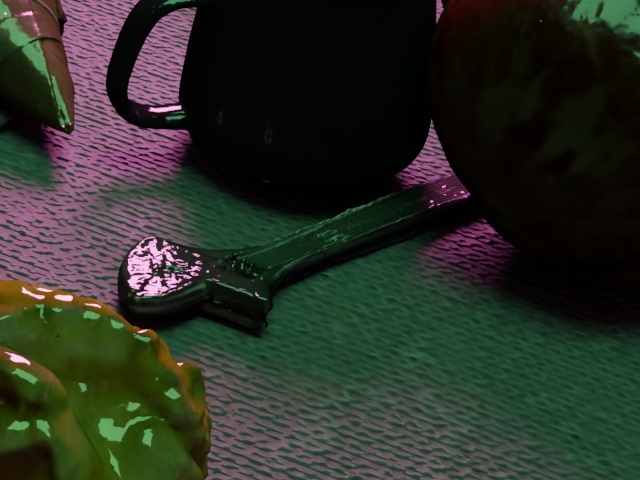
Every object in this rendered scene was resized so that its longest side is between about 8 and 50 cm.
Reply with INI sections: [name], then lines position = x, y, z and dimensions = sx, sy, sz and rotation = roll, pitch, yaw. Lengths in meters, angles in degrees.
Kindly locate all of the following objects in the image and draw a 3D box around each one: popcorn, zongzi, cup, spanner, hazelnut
[popcorn]
position = -0.137, 0.103, 0.902
dimensions = 0.180, 0.180, 0.170
rotation = 7, 3, -10
[zongzi]
position = -0.258, -0.125, 1.298
dimensions = 0.189, 0.081, 0.178
rotation = -1, 42, -14
[cup]
position = -0.027, -0.130, 1.286
dimensions = 0.223, 0.176, 0.169
rotation = -5, 35, -25
[spanner]
position = 0.000, 0.000, 1.236
dimensions = 0.093, 0.026, 0.325
rotation = 32, 34, 31
[hazelnut]
position = 0.174, -0.078, 1.270
dimensions = 0.234, 0.218, 0.218
rotation = 42, 37, 12

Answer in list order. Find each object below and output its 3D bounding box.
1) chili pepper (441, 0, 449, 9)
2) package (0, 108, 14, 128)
[chili pepper]
position = 0.210, -0.245, 1.584
dimensions = 0.213, 0.167, 0.385
rotation = 22, 30, 10
[package]
position = -0.228, -0.062, 1.255
dimensions = 0.037, 0.015, 0.110
rotation = 11, 28, 6
